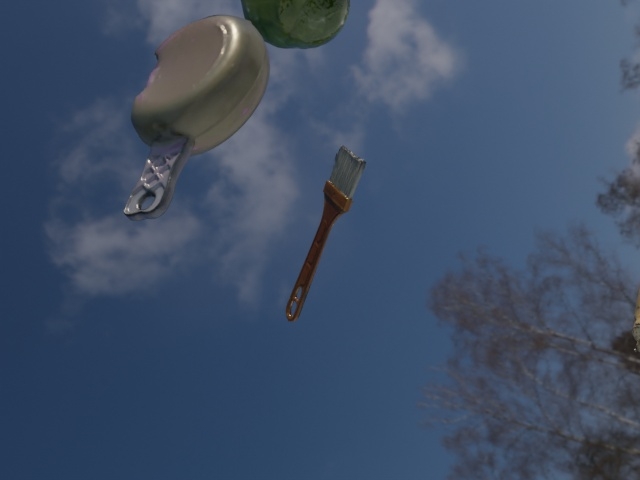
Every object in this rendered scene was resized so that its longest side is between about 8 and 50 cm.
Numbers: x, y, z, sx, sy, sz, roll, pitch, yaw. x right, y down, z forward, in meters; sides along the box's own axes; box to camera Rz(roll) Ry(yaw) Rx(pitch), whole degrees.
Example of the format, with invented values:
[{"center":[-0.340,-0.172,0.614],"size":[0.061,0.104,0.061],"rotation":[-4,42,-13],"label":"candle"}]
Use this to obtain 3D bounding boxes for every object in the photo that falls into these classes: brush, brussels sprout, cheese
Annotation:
[{"center":[0.000,0.000,1.251],"size":[0.017,0.090,0.314],"rotation":[12,-70,-29],"label":"brush"},{"center":[-0.052,-0.484,1.477],"size":[0.244,0.244,0.244],"rotation":[-25,-59,-49],"label":"brussels sprout"},{"center":[-0.153,-0.139,0.850],"size":[0.082,0.163,0.286],"rotation":[53,-135,-42],"label":"cheese"}]

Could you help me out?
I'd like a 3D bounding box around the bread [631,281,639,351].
[{"center":[0.546,0.091,1.129],"size":[0.085,0.134,0.173],"rotation":[45,-119,-32],"label":"bread"}]
